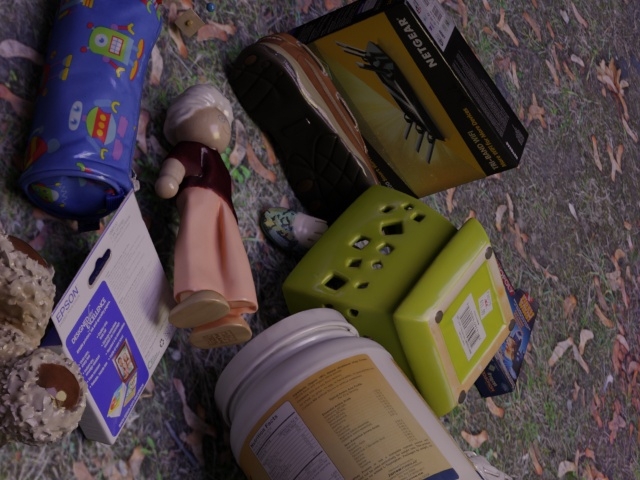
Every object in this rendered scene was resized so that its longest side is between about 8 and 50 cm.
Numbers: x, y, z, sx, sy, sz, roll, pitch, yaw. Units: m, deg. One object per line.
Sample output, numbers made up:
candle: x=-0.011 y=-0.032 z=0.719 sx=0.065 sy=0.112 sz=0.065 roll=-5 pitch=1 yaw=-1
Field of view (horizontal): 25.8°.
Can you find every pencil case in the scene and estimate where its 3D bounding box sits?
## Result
pencil case: x=-0.260 y=-0.169 z=1.618 sx=0.133 sy=0.119 sz=0.306 roll=12 pitch=63 yaw=-13

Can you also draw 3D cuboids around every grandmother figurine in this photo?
grandmother figurine: x=-0.138 y=-0.041 z=1.705 sx=0.208 sy=0.104 sz=0.342 roll=70 pitch=12 yaw=-59

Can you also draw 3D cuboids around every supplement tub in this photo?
supplement tub: x=0.034 y=0.258 z=1.656 sx=0.228 sy=0.228 sz=0.316 roll=5 pitch=40 yaw=-51

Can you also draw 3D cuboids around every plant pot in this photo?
plant pot: x=0.118 y=0.090 z=1.849 sx=0.227 sy=0.207 sz=0.228 roll=-49 pitch=135 yaw=-32

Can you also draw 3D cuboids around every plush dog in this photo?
plush dog: x=-0.377 y=0.124 z=1.348 sx=0.225 sy=0.210 sz=0.262 roll=12 pitch=38 yaw=-34

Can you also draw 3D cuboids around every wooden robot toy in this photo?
wooden robot toy: x=-0.194 y=-0.358 z=1.843 sx=0.079 sy=0.076 sz=0.173 roll=-115 pitch=-171 yaw=-70

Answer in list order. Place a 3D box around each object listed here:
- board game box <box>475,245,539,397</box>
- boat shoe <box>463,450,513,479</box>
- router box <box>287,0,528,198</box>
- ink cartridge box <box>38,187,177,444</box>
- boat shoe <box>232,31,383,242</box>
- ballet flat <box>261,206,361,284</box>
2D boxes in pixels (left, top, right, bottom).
board game box: x=0.277 y=0.117 z=2.242 sx=0.194 sy=0.060 sz=0.194 roll=61 pitch=37 yaw=-15
boat shoe: x=0.211 y=0.353 z=2.053 sx=0.258 sy=0.095 sz=0.084 roll=39 pitch=43 yaw=-50
router box: x=0.117 y=-0.207 z=2.017 sx=0.309 sy=0.243 sz=0.081 roll=51 pitch=42 yaw=-25
ink cartridge box: x=-0.236 y=0.083 z=1.558 sx=0.206 sy=0.045 sz=0.208 roll=-64 pitch=149 yaw=-42
boat shoe: x=0.006 y=-0.153 z=1.958 sx=0.324 sy=0.122 sz=0.120 roll=59 pitch=36 yaw=-18
ballet flat: x=0.000 y=0.000 z=1.933 sx=0.188 sy=0.070 sz=0.070 roll=32 pitch=53 yaw=-41
